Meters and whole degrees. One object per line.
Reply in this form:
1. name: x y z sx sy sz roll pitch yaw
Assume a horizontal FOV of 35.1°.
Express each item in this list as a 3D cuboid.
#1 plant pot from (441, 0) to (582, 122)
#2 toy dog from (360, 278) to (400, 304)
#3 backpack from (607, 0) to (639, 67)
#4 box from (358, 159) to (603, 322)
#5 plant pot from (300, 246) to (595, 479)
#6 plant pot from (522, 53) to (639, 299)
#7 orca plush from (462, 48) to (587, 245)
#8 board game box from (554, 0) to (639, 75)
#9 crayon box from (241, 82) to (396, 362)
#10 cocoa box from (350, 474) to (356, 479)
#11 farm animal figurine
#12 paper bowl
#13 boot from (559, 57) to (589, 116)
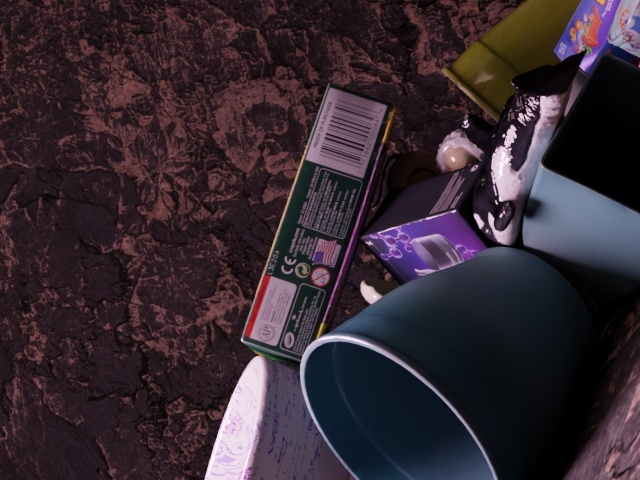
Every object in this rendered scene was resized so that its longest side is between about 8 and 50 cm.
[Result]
1. plant pot: 0.441 -0.282 1.571 0.353 0.366 0.366 -50 -5 13
2. toy dog: 0.133 0.303 1.957 0.407 0.285 0.395 -62 -9 10
3. backpack: 0.428 -0.251 1.092 0.225 0.191 0.253 -61 -13 2
4. box: 0.206 0.039 1.302 0.184 0.261 0.103 -15 33 53
5. plant pot: 0.162 0.144 1.123 0.255 0.272 0.271 -39 -18 -31
6. plant pot: 0.320 -0.046 1.107 0.165 0.166 0.234 -56 -13 -24
7. orca plush: 0.189 -0.100 1.074 0.151 0.102 0.287 -59 -16 -16
8. board game box: 0.477 -0.342 1.250 0.347 0.234 0.078 -65 34 37
9. crayon box: 0.000 0.000 1.452 0.313 0.106 0.362 92 -163 -80
10. cocoa box: 0.010 0.421 1.614 0.228 0.347 0.231 -52 -10 -47
11. farm animal figurine: 0.220 -0.039 1.499 0.330 0.327 0.172 -29 43 46
12. paper bowl: -0.055 0.302 1.305 0.284 0.148 0.284 -162 90 -80
13. boot: 0.339 -0.099 1.245 0.076 0.209 0.189 -49 -13 -52
